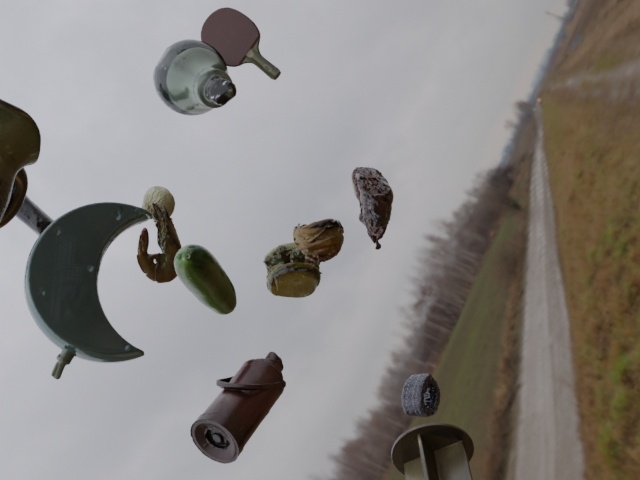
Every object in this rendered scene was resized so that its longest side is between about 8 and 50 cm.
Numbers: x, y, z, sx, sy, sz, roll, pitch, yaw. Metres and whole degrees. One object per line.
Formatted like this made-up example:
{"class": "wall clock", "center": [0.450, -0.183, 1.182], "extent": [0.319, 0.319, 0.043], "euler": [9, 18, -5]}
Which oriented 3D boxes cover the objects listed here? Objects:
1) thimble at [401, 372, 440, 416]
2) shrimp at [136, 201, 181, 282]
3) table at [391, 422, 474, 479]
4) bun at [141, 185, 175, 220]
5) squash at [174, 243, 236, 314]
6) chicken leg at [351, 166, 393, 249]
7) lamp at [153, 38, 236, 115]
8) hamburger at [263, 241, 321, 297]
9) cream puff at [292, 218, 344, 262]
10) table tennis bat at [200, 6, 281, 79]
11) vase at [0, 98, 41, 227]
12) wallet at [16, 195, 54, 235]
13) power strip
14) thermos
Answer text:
{"class": "thimble", "center": [0.247, 0.385, 1.953], "extent": [0.095, 0.066, 0.104], "euler": [47, -133, -36]}
{"class": "shrimp", "center": [-0.463, 0.009, 2.256], "extent": [0.053, 0.132, 0.236], "euler": [-152, 52, -64]}
{"class": "table", "center": [0.229, 0.487, 1.506], "extent": [0.227, 0.167, 0.167], "euler": [-94, 17, -55]}
{"class": "bun", "center": [-0.506, -0.112, 2.457], "extent": [0.069, 0.115, 0.115], "euler": [-24, -42, -57]}
{"class": "squash", "center": [-0.232, 0.078, 1.608], "extent": [0.082, 0.082, 0.292], "euler": [-63, -18, -17]}
{"class": "chicken leg", "center": [0.118, -0.079, 1.789], "extent": [0.322, 0.082, 0.178], "euler": [-100, 3, -75]}
{"class": "lamp", "center": [-0.297, -0.361, 1.871], "extent": [0.314, 0.181, 0.182], "euler": [-116, 39, -57]}
{"class": "hamburger", "center": [-0.076, 0.067, 2.154], "extent": [0.185, 0.159, 0.131], "euler": [116, 155, -53]}
{"class": "cream puff", "center": [0.000, 0.000, 1.890], "extent": [0.133, 0.119, 0.104], "euler": [0, -105, -55]}
{"class": "table tennis bat", "center": [-0.203, -0.501, 2.061], "extent": [0.138, 0.246, 0.022], "euler": [-50, -8, 6]}
{"class": "vase", "center": [-0.697, -0.121, 1.598], "extent": [0.302, 0.240, 0.329], "euler": [-52, -17, -18]}
{"class": "wallet", "center": [-0.820, -0.137, 2.054], "extent": [0.062, 0.406, 0.228], "euler": [-47, -6, -12]}
{"class": "power strip", "center": [-0.315, 0.065, 1.078], "extent": [0.054, 0.167, 0.254], "euler": [132, 142, -62]}
{"class": "thermos", "center": [-0.128, 0.283, 1.404], "extent": [0.232, 0.098, 0.124], "euler": [-48, -46, -53]}
